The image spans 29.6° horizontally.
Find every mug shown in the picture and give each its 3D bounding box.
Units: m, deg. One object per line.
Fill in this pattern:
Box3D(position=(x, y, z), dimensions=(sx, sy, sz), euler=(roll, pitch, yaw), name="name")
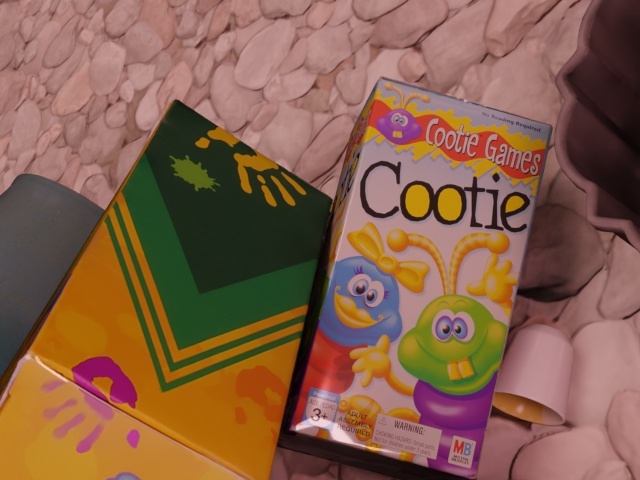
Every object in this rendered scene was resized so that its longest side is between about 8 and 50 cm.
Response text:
Box3D(position=(0.158, 0.098, 0.925), dimensions=(0.078, 0.062, 0.064), euler=(4, 64, 40), name="mug")

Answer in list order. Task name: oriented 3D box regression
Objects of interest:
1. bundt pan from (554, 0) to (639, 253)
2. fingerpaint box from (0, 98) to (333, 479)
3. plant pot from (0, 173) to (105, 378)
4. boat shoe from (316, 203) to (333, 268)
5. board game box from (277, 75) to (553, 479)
Box3D(position=(0.316, -0.089, 0.736), dimensions=(0.331, 0.124, 0.331), euler=(-25, 45, 27), name="bundt pan")
Box3D(position=(-0.182, 0.172, 0.893), dimensions=(0.445, 0.163, 0.371), euler=(-54, 11, 26), name="fingerpaint box")
Box3D(position=(-0.314, 0.079, 1.282), dimensions=(0.271, 0.271, 0.255), euler=(11, 63, 48), name="plant pot")
Box3D(position=(0.000, 0.000, 1.128), dimensions=(0.227, 0.081, 0.069), euler=(14, 82, 56), name="boat shoe")
Box3D(position=(0.068, 0.038, 0.944), dimensions=(0.144, 0.142, 0.275), euler=(120, 166, -74), name="board game box")
